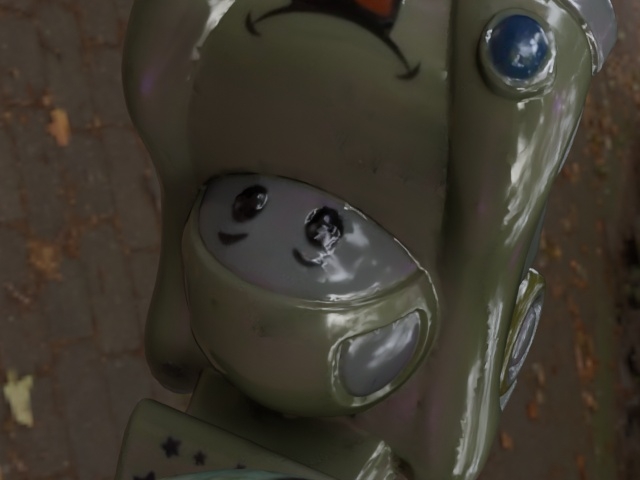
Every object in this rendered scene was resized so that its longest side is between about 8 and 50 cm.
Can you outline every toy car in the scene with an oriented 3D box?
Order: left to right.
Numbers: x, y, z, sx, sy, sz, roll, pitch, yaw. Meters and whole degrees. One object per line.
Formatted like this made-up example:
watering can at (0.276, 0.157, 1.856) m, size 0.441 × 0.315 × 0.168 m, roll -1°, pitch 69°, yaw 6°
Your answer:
toy car at (0.000, 0.000, 0.785) m, size 0.226 × 0.242 × 0.336 m, roll -51°, pitch 155°, yaw -43°

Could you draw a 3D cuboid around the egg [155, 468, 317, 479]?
egg at (-0.036, 0.166, 0.415) m, size 0.169 × 0.169 × 0.231 m, roll -80°, pitch -164°, yaw -47°
